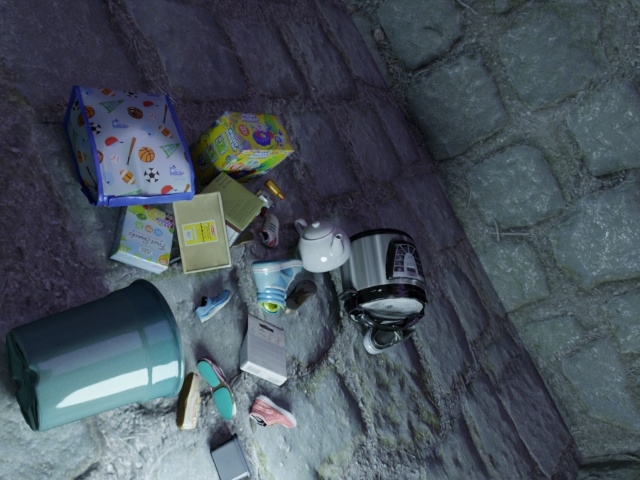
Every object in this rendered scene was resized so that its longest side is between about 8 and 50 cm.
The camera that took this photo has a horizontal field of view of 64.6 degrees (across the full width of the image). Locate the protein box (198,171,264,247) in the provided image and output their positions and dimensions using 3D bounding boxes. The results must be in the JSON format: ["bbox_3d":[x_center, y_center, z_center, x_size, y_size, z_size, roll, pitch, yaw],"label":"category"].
[{"bbox_3d":[-0.357,-0.112,1.900,0.201,0.136,0.199,36,42,-5],"label":"protein box"}]

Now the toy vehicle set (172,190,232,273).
[{"bbox_3d":[-0.410,-0.028,1.759,0.166,0.035,0.266,-9,91,-5],"label":"toy vehicle set"}]

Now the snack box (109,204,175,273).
[{"bbox_3d":[-0.583,-0.014,1.676,0.175,0.070,0.207,25,51,-37],"label":"snack box"}]

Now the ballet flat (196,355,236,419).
[{"bbox_3d":[-0.325,0.472,1.652,0.221,0.077,0.079,60,19,2],"label":"ballet flat"}]

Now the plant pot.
[{"bbox_3d":[-0.580,0.300,1.292,0.334,0.341,0.341,-14,77,-43],"label":"plant pot"}]

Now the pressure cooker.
[{"bbox_3d":[0.280,0.201,2.252,0.375,0.370,0.420,59,23,-59],"label":"pressure cooker"}]

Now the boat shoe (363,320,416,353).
[{"bbox_3d":[0.326,0.428,2.350,0.335,0.119,0.121,-14,77,-51],"label":"boat shoe"}]

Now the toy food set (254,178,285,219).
[{"bbox_3d":[-0.235,-0.147,2.109,0.104,0.111,0.232,45,32,-19],"label":"toy food set"}]

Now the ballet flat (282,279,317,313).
[{"bbox_3d":[-0.090,0.235,2.079,0.084,0.058,0.250,37,33,6],"label":"ballet flat"}]

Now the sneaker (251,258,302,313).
[{"bbox_3d":[-0.164,0.177,1.994,0.319,0.127,0.208,-2,87,-63],"label":"sneaker"}]

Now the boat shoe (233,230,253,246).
[{"bbox_3d":[-0.332,-0.003,1.974,0.153,0.048,0.056,-18,85,-45],"label":"boat shoe"}]

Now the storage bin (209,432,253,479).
[{"bbox_3d":[-0.280,0.677,1.556,0.091,0.098,0.135,-18,80,-23],"label":"storage bin"}]

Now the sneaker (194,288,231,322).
[{"bbox_3d":[-0.375,0.213,1.766,0.073,0.063,0.162,51,39,-6],"label":"sneaker"}]

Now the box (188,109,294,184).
[{"bbox_3d":[-0.318,-0.366,2.028,0.290,0.279,0.177,-12,75,-50],"label":"box"}]

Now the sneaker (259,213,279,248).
[{"bbox_3d":[-0.218,-0.048,2.110,0.075,0.057,0.161,23,53,-45],"label":"sneaker"}]

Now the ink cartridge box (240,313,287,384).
[{"bbox_3d":[-0.209,0.398,1.854,0.181,0.056,0.224,33,27,-30],"label":"ink cartridge box"}]

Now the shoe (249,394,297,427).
[{"bbox_3d":[-0.165,0.613,1.740,0.178,0.063,0.081,41,43,-14],"label":"shoe"}]

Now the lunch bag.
[{"bbox_3d":[-0.620,-0.279,1.653,0.328,0.239,0.385,-10,65,-40],"label":"lunch bag"}]

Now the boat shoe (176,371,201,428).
[{"bbox_3d":[-0.398,0.495,1.561,0.059,0.063,0.170,27,58,-38],"label":"boat shoe"}]

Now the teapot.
[{"bbox_3d":[0.000,0.000,2.148,0.252,0.256,0.187,-74,149,-58],"label":"teapot"}]
